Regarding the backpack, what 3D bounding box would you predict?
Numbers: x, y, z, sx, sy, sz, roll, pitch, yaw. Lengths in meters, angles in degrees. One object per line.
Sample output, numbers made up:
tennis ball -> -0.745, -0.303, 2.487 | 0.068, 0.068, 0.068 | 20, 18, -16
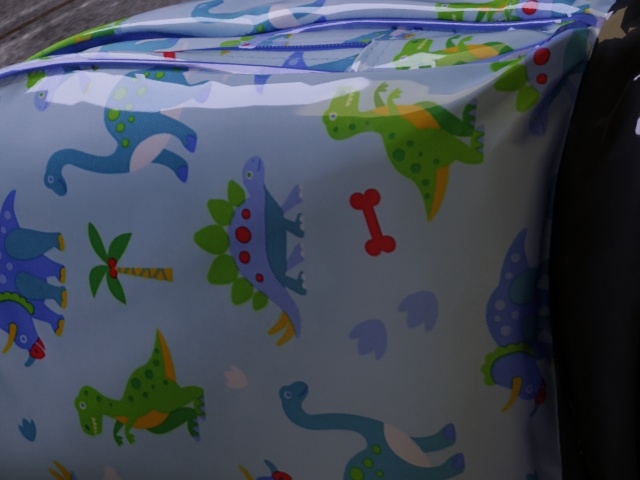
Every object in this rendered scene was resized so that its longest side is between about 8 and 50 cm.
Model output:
backpack -> 0.006, 0.018, 0.778 | 0.355, 0.290, 0.273 | 17, 25, 42
